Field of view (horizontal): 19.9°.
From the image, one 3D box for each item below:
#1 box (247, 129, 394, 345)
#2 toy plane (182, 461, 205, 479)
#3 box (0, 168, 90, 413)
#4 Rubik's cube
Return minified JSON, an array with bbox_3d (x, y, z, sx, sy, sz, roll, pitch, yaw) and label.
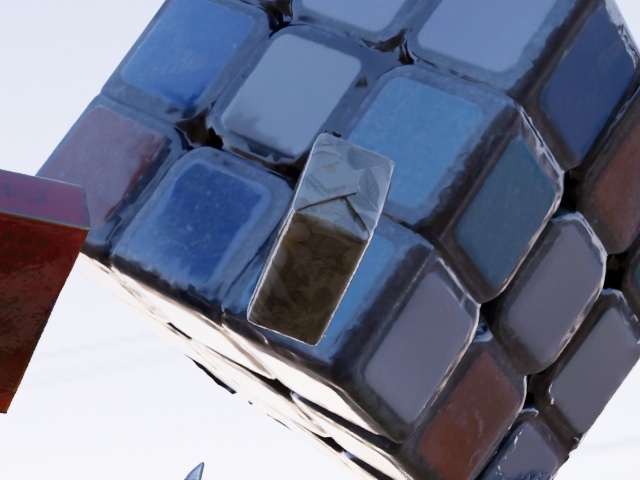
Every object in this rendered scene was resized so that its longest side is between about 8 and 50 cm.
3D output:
[{"bbox_3d":[0.000,0.000,0.905,0.045,0.062,0.098,23,-43,-3],"label":"box"},{"bbox_3d":[-0.119,0.175,0.928,0.171,0.065,0.162,-32,13,-11],"label":"toy plane"},{"bbox_3d":[-0.230,0.031,1.183,0.112,0.048,0.175,12,-54,-25],"label":"box"},{"bbox_3d":[0.051,-0.021,1.399,0.362,0.363,0.359,29,-11,40],"label":"Rubik's cube"}]
